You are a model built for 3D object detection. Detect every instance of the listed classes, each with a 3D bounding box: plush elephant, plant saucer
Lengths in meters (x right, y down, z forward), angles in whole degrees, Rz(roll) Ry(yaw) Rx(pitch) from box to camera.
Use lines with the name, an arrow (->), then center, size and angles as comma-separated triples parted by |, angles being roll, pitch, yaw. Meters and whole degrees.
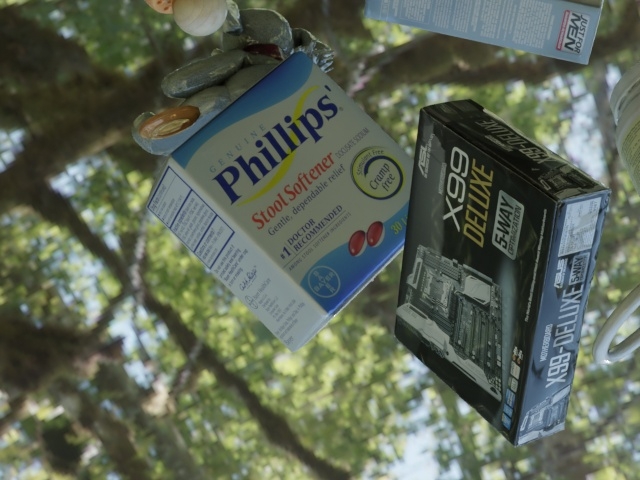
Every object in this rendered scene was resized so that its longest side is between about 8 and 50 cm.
plush elephant -> -0.116, -0.253, 2.203 | 0.330, 0.272, 0.255 | -44, -146, 26
plant saucer -> -0.194, -0.151, 1.826 | 0.083, 0.013, 0.083 | -20, 170, -4

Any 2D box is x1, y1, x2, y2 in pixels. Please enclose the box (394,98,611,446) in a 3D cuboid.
box -> 0.189, 0.031, 1.548 | 0.077, 0.307, 0.242 | -14, -145, -29

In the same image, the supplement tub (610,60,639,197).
supplement tub -> 0.603, -0.124, 2.202 | 0.235, 0.235, 0.324 | -21, -123, 7

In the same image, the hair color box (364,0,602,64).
hair color box -> 0.277, -0.418, 2.326 | 0.374, 0.113, 0.185 | 14, -140, 7

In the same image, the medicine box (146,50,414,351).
medicine box -> -0.031, -0.053, 1.861 | 0.263, 0.289, 0.149 | -43, 177, -30

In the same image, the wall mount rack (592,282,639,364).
wall mount rack -> 0.393, 0.051, 1.217 | 0.350, 0.304, 0.130 | -37, -118, -16

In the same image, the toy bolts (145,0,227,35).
toy bolts -> -0.093, -0.340, 1.494 | 0.218, 0.158, 0.228 | -25, 164, -17
